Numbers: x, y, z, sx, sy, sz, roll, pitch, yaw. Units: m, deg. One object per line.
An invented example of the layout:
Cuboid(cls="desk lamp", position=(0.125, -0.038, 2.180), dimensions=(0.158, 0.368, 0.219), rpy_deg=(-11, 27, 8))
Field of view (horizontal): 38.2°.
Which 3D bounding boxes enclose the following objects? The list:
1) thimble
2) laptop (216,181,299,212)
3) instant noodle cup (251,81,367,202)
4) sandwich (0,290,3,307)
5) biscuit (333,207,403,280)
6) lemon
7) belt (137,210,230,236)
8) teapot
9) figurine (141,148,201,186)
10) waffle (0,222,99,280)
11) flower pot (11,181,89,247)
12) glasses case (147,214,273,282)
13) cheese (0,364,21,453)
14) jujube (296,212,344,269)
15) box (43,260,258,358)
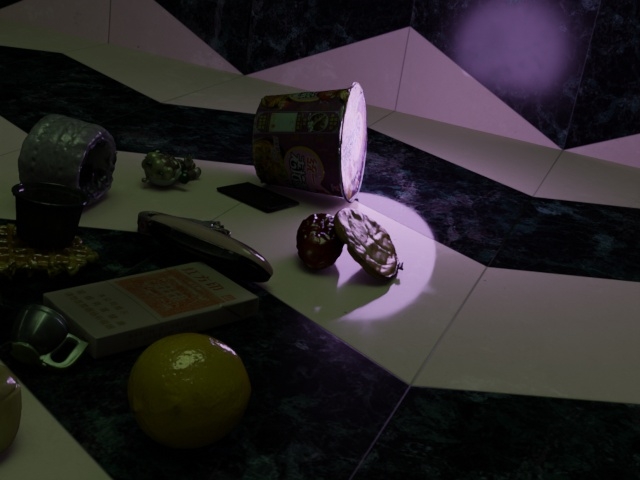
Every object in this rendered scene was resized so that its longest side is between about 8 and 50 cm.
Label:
Cuboid(cls="thimble", position=(-0.609, -0.189, 2.254), dimensions=(0.157, 0.217, 0.245), rpy_deg=(17, 7, 8))
Cuboid(cls="laptop", position=(-0.168, -0.122, 2.504), dimensions=(0.197, 0.016, 0.135), rpy_deg=(24, 25, 33))
Cuboid(cls="instant noodle cup", position=(-0.029, -0.281, 2.570), dimensions=(0.266, 0.340, 0.340), rpy_deg=(5, 21, 13))
Cuboid(cls="sandwich", position=(-0.645, 0.054, 1.724), dimensions=(0.079, 0.159, 0.235), rpy_deg=(-10, 15, -21))
Cuboid(cls="biscuit", position=(0.113, 0.006, 2.165), dimensions=(0.203, 0.041, 0.260), rpy_deg=(46, 21, 4))
Cuboid(cls="lemon", position=(-0.199, 0.229, 1.425), dimensions=(0.203, 0.178, 0.178), rpy_deg=(-13, 31, -40))
Cuboid(cls="belt", position=(-0.318, -0.027, 2.167), dimensions=(0.232, 0.053, 0.071), rpy_deg=(12, 21, 9))
Cuboid(cls="teapot", position=(-0.475, 0.171, 1.580), dimensions=(0.124, 0.092, 0.091), rpy_deg=(5, 44, 14))
Cuboid(cls="figurine", position=(-0.401, -0.199, 2.500), dimensions=(0.147, 0.093, 0.197), rpy_deg=(39, 33, 24))
Cuboid(cls="waffle", position=(-0.615, 0.026, 1.927), dimensions=(0.291, 0.051, 0.291), rpy_deg=(9, 22, -4))
Cuboid(cls="flower pot", position=(-0.570, -0.051, 1.933), dimensions=(0.157, 0.107, 0.157), rpy_deg=(11, 15, -3))
Cuboid(cls="glasses case", position=(-0.242, 0.017, 2.005), dimensions=(0.314, 0.075, 0.122), rpy_deg=(20, -14, 27))
Cuboid(cls="cheese", position=(-0.554, 0.250, 1.326), dimensions=(0.214, 0.117, 0.226), rpy_deg=(12, 26, 25))
Cuboid(cls="jujube", position=(0.000, 0.000, 2.149), dimensions=(0.112, 0.109, 0.176), rpy_deg=(-22, 19, 17))
Cuboid(cls="box", position=(-0.323, 0.126, 1.790), dimensions=(0.365, 0.051, 0.204), rpy_deg=(-11, 28, -41))
